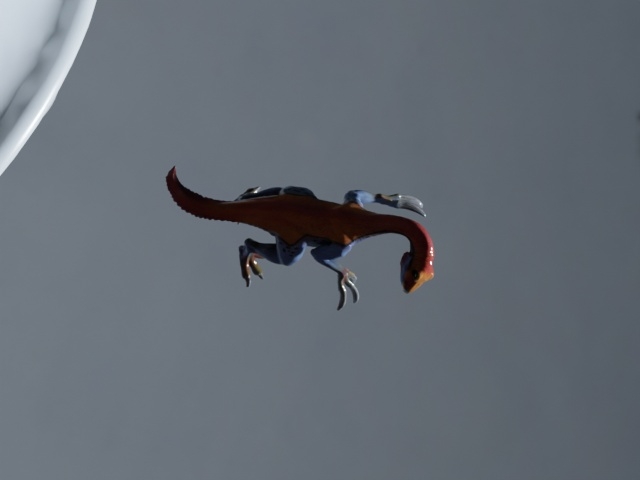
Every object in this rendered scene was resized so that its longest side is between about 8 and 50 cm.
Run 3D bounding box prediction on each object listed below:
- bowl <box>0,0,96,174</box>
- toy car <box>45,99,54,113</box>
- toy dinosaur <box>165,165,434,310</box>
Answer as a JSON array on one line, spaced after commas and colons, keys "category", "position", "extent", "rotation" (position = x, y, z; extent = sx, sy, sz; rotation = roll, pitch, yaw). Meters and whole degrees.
[{"category": "bowl", "position": [-0.255, -0.099, 0.898], "extent": [0.134, 0.298, 0.298], "rotation": [48, 63, -39]}, {"category": "toy car", "position": [-0.249, -0.111, 1.141], "extent": [0.159, 0.182, 0.136], "rotation": [-28, 107, -59]}, {"category": "toy dinosaur", "position": [0.000, 0.000, 0.745], "extent": [0.090, 0.082, 0.047], "rotation": [12, 80, -42]}]
